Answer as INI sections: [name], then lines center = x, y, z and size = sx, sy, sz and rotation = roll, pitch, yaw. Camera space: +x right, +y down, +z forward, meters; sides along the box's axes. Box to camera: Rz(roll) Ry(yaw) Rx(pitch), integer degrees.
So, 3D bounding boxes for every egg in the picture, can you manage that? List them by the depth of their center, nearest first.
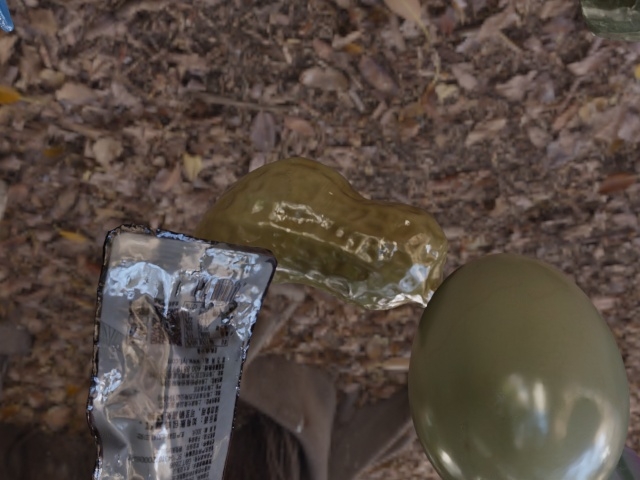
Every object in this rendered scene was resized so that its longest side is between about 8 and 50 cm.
[egg]
center = 0.168, 0.121, 0.790
size = 0.185, 0.242, 0.186
rotation = -4, 148, -2

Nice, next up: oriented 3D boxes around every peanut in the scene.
[peanut]
center = -0.003, -0.009, 1.020
size = 0.291, 0.143, 0.159
rotation = 9, 112, 14

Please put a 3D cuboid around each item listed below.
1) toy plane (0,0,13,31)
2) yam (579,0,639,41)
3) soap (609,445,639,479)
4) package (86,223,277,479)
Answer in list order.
[toy plane]
center = -0.255, -0.085, 0.337
size = 0.254, 0.271, 0.105
rotation = -22, 148, -11
[yam]
center = 0.481, -0.340, 1.211
size = 0.268, 0.161, 0.161
rotation = 17, 167, 45
[soap]
center = 0.395, 0.368, 1.064
size = 0.192, 0.324, 0.109
rotation = 24, 107, -5
[package]
center = -0.104, 0.114, 0.639
size = 0.030, 0.239, 0.154
rotation = 6, 176, 39
